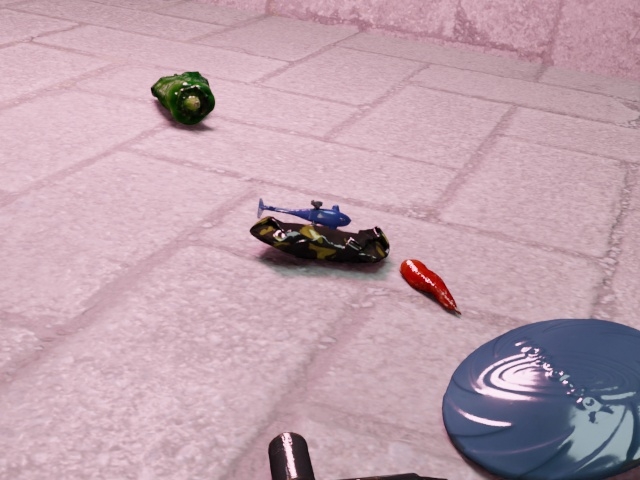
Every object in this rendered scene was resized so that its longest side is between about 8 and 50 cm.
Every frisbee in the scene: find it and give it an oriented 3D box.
[{"bbox_3d":[0.283,0.170,1.132,0.290,0.049,0.289,-13,29,8],"label":"frisbee"}]

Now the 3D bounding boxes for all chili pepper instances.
[{"bbox_3d":[-0.305,-0.329,2.185,0.136,0.099,0.270,9,17,-18],"label":"chili pepper"},{"bbox_3d":[0.170,0.068,1.492,0.045,0.027,0.178,-3,27,-23],"label":"chili pepper"}]

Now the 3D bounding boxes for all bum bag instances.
[{"bbox_3d":[0.000,0.000,1.557,0.233,0.060,0.106,6,14,-9],"label":"bum bag"}]

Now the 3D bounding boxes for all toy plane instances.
[{"bbox_3d":[-0.028,-0.045,1.680,0.167,0.054,0.062,9,-2,3],"label":"toy plane"}]

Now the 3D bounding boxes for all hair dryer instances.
[{"bbox_3d":[0.049,0.270,0.978,0.195,0.050,0.173,6,26,-11],"label":"hair dryer"}]
